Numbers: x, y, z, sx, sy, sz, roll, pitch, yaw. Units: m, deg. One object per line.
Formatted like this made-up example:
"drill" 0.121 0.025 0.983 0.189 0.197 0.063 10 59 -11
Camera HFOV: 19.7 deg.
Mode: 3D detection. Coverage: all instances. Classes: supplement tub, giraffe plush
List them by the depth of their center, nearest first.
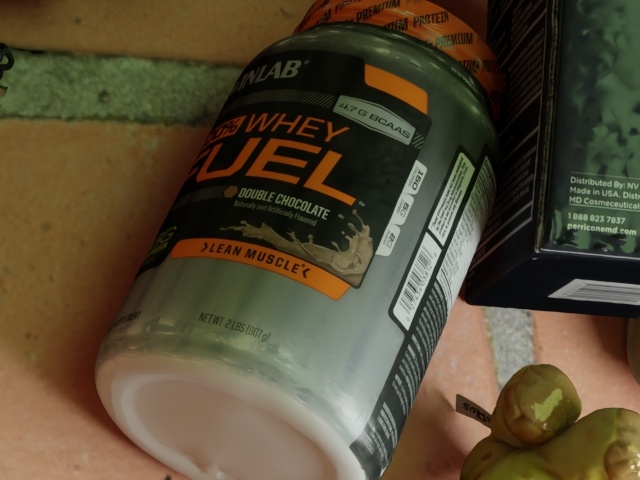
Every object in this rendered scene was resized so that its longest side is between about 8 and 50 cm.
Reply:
"supplement tub" 0.000 0.000 1.280 0.207 0.207 0.338 38 57 -21
"giraffe plush" 0.128 0.202 1.333 0.170 0.210 0.181 -40 125 -31

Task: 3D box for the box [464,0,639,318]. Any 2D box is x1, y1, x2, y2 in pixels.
"box" 0.224 -0.106 1.366 0.182 0.296 0.294 5 81 -4

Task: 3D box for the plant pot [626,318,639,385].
"plant pot" 0.407 0.087 1.549 0.274 0.256 0.257 12 68 -15

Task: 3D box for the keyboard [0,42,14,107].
"keyboard" -0.284 -0.182 1.191 0.317 0.033 0.202 -5 111 -34
